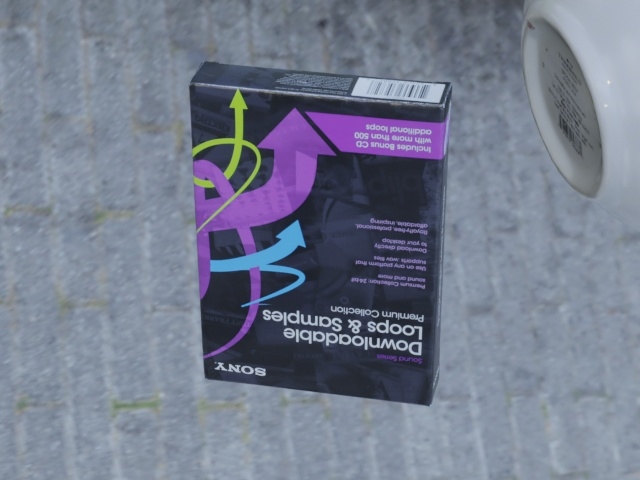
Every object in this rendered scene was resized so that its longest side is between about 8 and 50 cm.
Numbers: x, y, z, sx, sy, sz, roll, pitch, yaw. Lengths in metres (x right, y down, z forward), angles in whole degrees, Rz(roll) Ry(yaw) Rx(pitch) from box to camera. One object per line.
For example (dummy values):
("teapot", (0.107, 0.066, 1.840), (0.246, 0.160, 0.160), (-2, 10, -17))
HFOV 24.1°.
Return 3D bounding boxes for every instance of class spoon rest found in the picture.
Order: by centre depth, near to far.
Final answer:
("spoon rest", (0.144, -0.016, 0.497), (0.084, 0.137, 0.276), (-18, 49, -8))

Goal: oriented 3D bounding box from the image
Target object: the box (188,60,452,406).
("box", (0.000, 0.000, 0.696), (0.029, 0.116, 0.162), (-68, 160, -57))
